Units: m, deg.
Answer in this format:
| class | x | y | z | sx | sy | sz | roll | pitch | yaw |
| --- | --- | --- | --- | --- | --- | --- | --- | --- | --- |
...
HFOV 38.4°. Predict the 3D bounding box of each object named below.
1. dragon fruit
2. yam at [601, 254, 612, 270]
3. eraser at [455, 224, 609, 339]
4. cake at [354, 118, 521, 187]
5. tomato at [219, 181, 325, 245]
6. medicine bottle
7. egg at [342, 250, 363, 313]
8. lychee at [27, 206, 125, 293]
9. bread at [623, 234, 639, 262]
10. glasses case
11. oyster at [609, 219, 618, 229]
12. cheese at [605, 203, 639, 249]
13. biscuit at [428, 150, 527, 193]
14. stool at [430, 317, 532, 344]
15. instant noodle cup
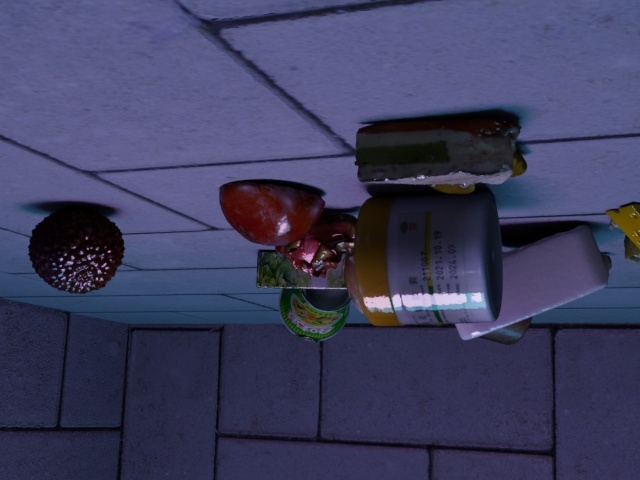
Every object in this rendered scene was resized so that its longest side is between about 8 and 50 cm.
| class | x | y | z | sx | sy | sz | roll | pitch | yaw |
| --- | --- | --- | --- | --- | --- | --- | --- | --- | --- |
| dragon fruit | 0.000 | 0.000 | 1.834 | 0.207 | 0.150 | 0.133 | -13 | -168 | 34 |
| yam | 0.574 | 0.062 | 2.238 | 0.263 | 0.046 | 0.046 | -5 | 167 | 37 |
| eraser | 0.408 | 0.098 | 1.954 | 0.331 | 0.150 | 0.331 | -18 | 174 | -2 |
| cake | 0.164 | -0.122 | 1.240 | 0.220 | 0.086 | 0.117 | 4 | 170 | -8 |
| tomato | -0.090 | -0.042 | 1.680 | 0.189 | 0.099 | 0.173 | 11 | 168 | -32 |
| medicine bottle | 0.199 | 0.034 | 1.651 | 0.231 | 0.238 | 0.238 | -3 | 168 | 20 |
| egg | 0.154 | 0.078 | 1.972 | 0.203 | 0.203 | 0.245 | -5 | 142 | 33 |
| lychee | -0.494 | 0.015 | 1.879 | 0.188 | 0.188 | 0.188 | 2 | 169 | 0 |
| bread | 0.690 | 0.006 | 1.878 | 0.117 | 0.064 | 0.156 | -1 | 169 | -8 |
| glasses case | -0.021 | 0.077 | 2.301 | 0.272 | 0.095 | 0.062 | 2 | 174 | 5 |
| oyster | 0.603 | -0.032 | 1.813 | 0.083 | 0.019 | 0.054 | 5 | 170 | -27 |
| cheese | 0.626 | -0.022 | 1.724 | 0.171 | 0.126 | 0.093 | 24 | 170 | -13 |
| biscuit | 0.241 | -0.108 | 1.433 | 0.183 | 0.039 | 0.174 | -4 | 167 | 32 |
| stool | 0.362 | 0.140 | 2.227 | 0.264 | 0.179 | 0.179 | 16 | 166 | -16 |
| instant noodle cup | 0.002 | 0.150 | 2.455 | 0.206 | 0.207 | 0.233 | 4 | 162 | -10 |
